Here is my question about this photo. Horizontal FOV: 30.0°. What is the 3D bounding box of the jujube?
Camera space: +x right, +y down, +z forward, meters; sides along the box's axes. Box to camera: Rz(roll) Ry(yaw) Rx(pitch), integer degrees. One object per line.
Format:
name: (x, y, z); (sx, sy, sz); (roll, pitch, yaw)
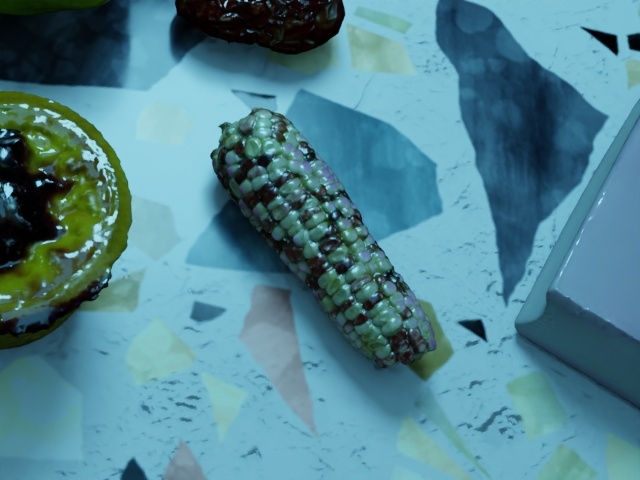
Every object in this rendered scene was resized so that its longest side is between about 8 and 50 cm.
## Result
jujube: (-0.058, -0.230, 1.161); (0.166, 0.104, 0.104); (-3, 68, -8)

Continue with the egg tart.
egg tart: (-0.262, -0.005, 0.979); (0.215, 0.171, 0.215); (4, 67, -9)

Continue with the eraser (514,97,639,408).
eraser: (0.386, -0.003, 1.148); (0.272, 0.122, 0.359); (30, 64, 4)

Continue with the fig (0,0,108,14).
fig: (-0.314, -0.319, 1.069); (0.314, 0.233, 0.233); (7, 66, -16)

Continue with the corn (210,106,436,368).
corn: (0.000, 0.000, 1.084); (0.092, 0.092, 0.280); (-32, 81, -22)
